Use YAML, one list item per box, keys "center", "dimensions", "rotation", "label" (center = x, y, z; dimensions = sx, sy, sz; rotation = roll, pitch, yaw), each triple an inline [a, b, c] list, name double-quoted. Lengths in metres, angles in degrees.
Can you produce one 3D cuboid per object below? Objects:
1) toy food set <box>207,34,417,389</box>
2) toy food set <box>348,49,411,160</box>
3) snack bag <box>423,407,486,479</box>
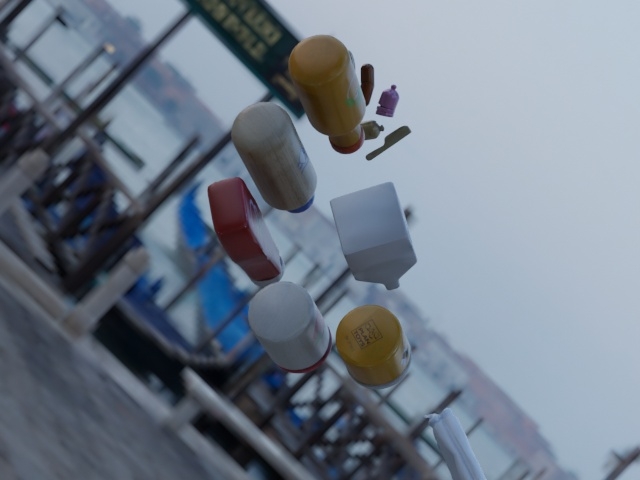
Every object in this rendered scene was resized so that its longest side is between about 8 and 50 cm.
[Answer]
- center: [0.000, 0.000, 0.982]
  dimensions: [0.104, 0.111, 0.232]
  rotation: [63, 10, -61]
  label: "toy food set"
- center: [0.040, -0.147, 1.631]
  dimensions: [0.122, 0.078, 0.019]
  rotation: [57, 16, 3]
  label: "toy food set"
- center: [0.193, 0.317, 1.225]
  dimensions: [0.342, 0.037, 0.323]
  rotation: [60, -2, 30]
  label: "snack bag"
